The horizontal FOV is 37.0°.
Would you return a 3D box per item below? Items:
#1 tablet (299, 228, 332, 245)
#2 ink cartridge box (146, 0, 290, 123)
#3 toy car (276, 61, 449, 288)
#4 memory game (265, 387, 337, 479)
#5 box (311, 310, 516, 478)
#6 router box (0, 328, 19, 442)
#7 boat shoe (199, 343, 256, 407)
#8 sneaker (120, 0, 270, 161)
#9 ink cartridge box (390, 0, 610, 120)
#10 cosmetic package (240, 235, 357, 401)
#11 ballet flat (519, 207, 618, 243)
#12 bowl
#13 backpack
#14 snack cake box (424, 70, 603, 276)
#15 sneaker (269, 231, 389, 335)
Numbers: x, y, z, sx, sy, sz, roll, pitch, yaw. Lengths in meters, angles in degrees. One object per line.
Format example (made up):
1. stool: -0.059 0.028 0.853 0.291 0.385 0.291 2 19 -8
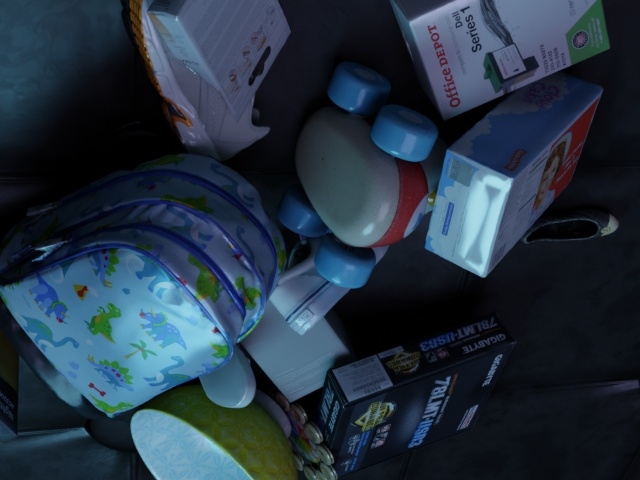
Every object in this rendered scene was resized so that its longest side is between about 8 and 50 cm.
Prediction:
1. tablet: 0.000 0.000 1.358 0.054 0.006 0.083 -16 134 -2
2. ink cartridge box: -0.103 -0.238 1.038 0.045 0.145 0.179 17 157 24
3. toy car: 0.105 -0.077 1.202 0.237 0.210 0.219 3 123 -35
4. memory game: -0.036 0.315 1.522 0.012 0.186 0.186 -30 139 -26
5. box: 0.136 0.255 1.513 0.293 0.073 0.296 -14 147 -19
6. router box: -0.467 0.070 1.122 0.081 0.243 0.309 -22 134 4
7. boat shoe: -0.134 0.168 1.339 0.070 0.219 0.078 21 99 -36
8. sneaker: -0.136 -0.199 1.091 0.121 0.099 0.262 -28 138 -8
9. ink cartridge box: 0.209 -0.260 1.123 0.219 0.093 0.160 -24 133 5
10. cosmetic package: -0.050 0.117 1.386 0.127 0.107 0.238 -25 130 6
11. ballet flat: 0.364 -0.014 1.422 0.173 0.049 0.058 -4 133 -13
12. bowl: -0.135 0.319 1.482 0.156 0.289 0.290 -45 147 -36
13. backpack: -0.208 0.053 1.126 0.355 0.273 0.290 -28 108 16
14. snack cake box: 0.241 -0.092 1.186 0.264 0.089 0.152 -40 148 -42
15. sneaker: 0.014 0.024 1.262 0.091 0.258 0.094 47 124 0
